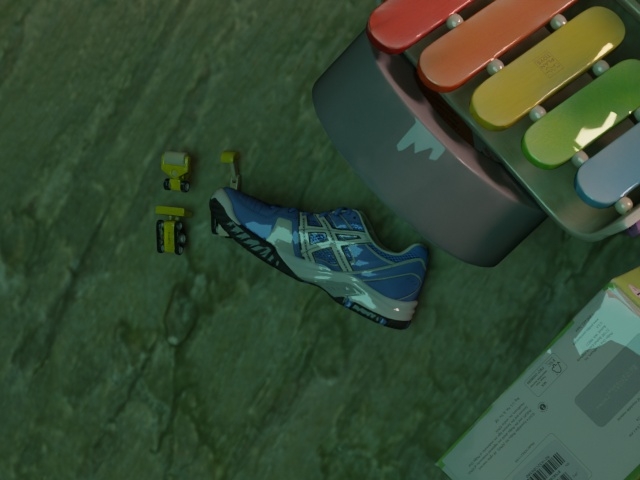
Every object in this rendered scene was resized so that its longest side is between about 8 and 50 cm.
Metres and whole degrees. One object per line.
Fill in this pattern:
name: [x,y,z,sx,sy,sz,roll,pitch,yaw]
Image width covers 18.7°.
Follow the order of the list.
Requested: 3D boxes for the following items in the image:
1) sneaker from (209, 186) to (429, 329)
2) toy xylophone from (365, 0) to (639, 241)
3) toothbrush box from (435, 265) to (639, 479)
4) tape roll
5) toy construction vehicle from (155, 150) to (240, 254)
sneaker: [0.000,0.000,1.747,0.211,0.080,0.081,27,95,1]
toy xylophone: [0.194,-0.152,1.583,0.322,0.081,0.236,42,65,9]
toothbrush box: [0.238,0.124,1.554,0.122,0.283,0.206,45,109,10]
tape roll: [0.096,-0.080,1.622,0.072,0.219,0.219,-45,79,19]
toy construction vehicle: [-0.111,-0.036,1.811,0.086,0.035,0.098,3,102,25]
